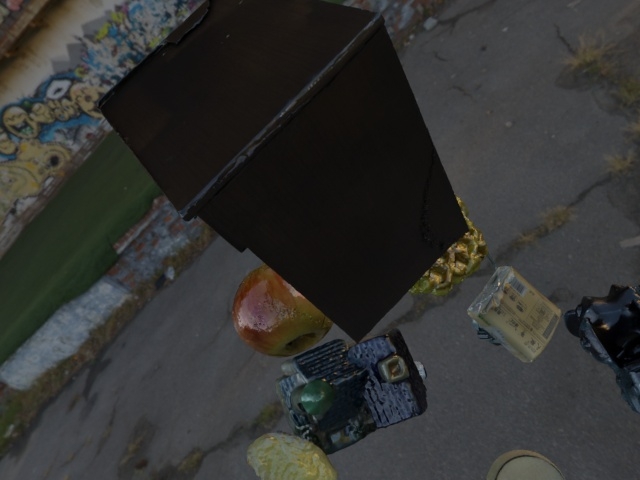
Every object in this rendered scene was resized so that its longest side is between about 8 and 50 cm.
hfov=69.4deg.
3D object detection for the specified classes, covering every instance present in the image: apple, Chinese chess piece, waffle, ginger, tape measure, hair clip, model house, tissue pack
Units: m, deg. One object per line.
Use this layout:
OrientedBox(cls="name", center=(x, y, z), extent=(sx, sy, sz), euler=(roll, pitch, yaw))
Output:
OrientedBox(cls="apple", center=(-0.055, 0.093, 0.657), extent=(0.146, 0.146, 0.146), euler=(-33, 34, 27))
OrientedBox(cls="Chinese chess piece", center=(0.660, 0.804, 1.474), extent=(0.250, 0.103, 0.249), euler=(-3, 70, 7))
OrientedBox(cls="waffle", center=(0.189, -0.022, 0.954), extent=(0.302, 0.325, 0.068), euler=(59, 151, 21))
OrientedBox(cls="ginger", center=(-0.065, 0.453, 0.949), extent=(0.115, 0.193, 0.122), euler=(-58, 8, -17))
OrientedBox(cls="tape measure", center=(0.565, 0.169, 1.524), extent=(0.084, 0.164, 0.330), euler=(-12, 62, 44))
OrientedBox(cls="hair clip", center=(0.618, 0.207, 0.920), extent=(0.194, 0.310, 0.206), euler=(-30, 32, 26))
OrientedBox(cls="model house", center=(0.077, 0.333, 1.046), extent=(0.298, 0.243, 0.284), euler=(-18, -15, -23))
OrientedBox(cls="tissue pack", center=(0.539, 0.203, 1.275), extent=(0.186, 0.222, 0.090), euler=(-52, 9, -12))

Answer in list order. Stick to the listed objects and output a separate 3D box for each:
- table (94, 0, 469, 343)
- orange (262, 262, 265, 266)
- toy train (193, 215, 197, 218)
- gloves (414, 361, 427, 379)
OrientedBox(cls="table", center=(-0.029, -0.073, 0.486), extent=(0.196, 0.282, 0.250), euler=(-46, 48, -4))
OrientedBox(cls="orange", center=(-0.045, 0.086, 1.202), extent=(0.236, 0.236, 0.236), euler=(-33, 34, 27))
OrientedBox(cls="toy train", center=(-0.264, -0.164, 0.992), extent=(0.150, 0.237, 0.369), euler=(-46, 28, -23))
OrientedBox(cls="gloves", center=(0.246, 0.456, 1.555), extent=(0.119, 0.229, 0.097), euler=(-118, 34, -66))
